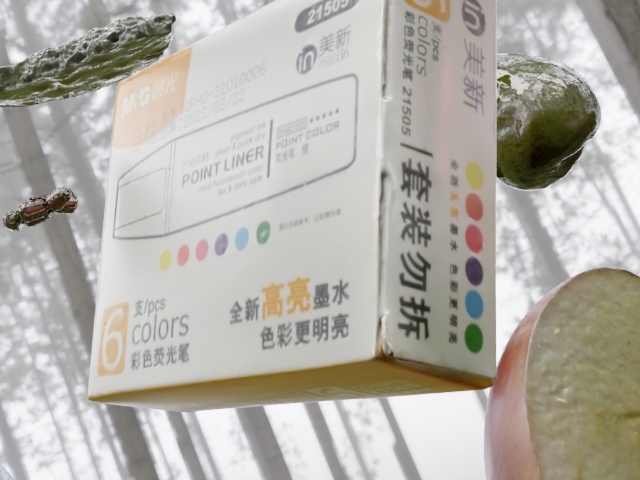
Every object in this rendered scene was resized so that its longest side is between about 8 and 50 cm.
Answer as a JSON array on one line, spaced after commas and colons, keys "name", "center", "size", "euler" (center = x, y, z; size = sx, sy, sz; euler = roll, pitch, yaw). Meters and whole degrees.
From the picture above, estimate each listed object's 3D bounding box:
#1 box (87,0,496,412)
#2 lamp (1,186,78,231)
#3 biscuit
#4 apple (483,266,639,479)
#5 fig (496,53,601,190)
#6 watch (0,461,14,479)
[{"name": "box", "center": [-0.026, -0.016, 0.601], "size": [0.091, 0.221, 0.274], "euler": [15, -22, -38]}, {"name": "lamp", "center": [-0.311, -0.034, 1.162], "size": [0.083, 0.031, 0.063], "euler": [-28, -7, -8]}, {"name": "biscuit", "center": [-0.295, -0.209, 1.292], "size": [0.290, 0.038, 0.141], "euler": [-19, -8, 11]}, {"name": "apple", "center": [0.313, 0.211, 0.888], "size": [0.329, 0.365, 0.295], "euler": [-10, -32, 22]}, {"name": "fig", "center": [0.194, -0.143, 1.026], "size": [0.126, 0.185, 0.133], "euler": [-23, -20, 6]}, {"name": "watch", "center": [-0.381, 0.240, 0.946], "size": [0.200, 0.196, 0.171], "euler": [-25, -37, -10]}]
